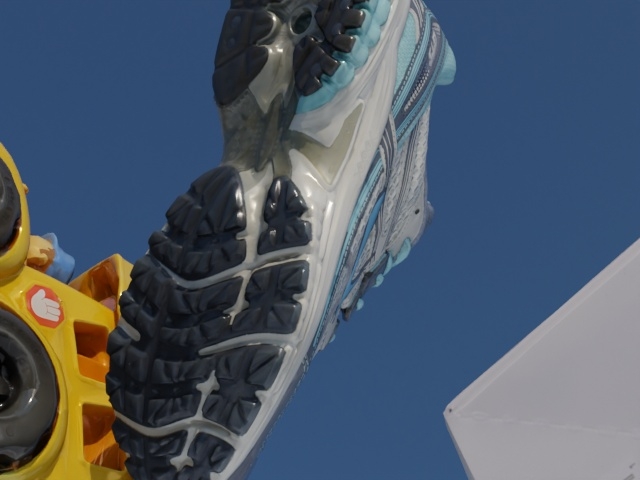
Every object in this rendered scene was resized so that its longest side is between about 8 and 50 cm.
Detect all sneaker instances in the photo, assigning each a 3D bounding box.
[{"bbox_3d":[0.000,0.000,0.668,0.122,0.110,0.283,31,-105,-45],"label":"sneaker"}]

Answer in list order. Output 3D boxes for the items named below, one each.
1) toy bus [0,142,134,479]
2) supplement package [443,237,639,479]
[{"bbox_3d":[-0.149,0.060,0.715,0.211,0.220,0.149,13,-34,-41],"label":"toy bus"},{"bbox_3d":[0.216,0.116,0.460,0.293,0.177,0.175,31,-66,-36],"label":"supplement package"}]
